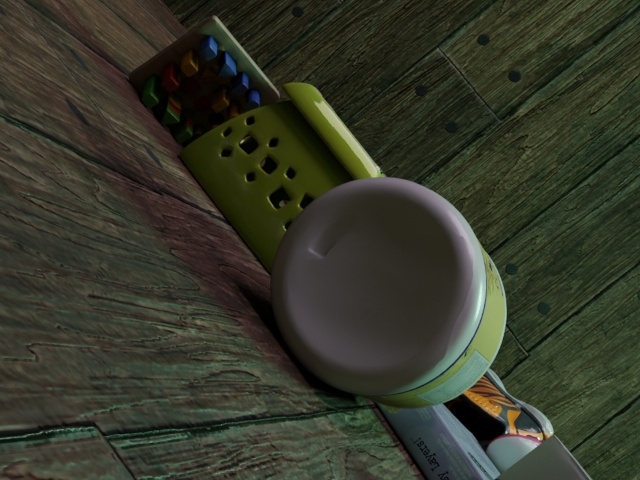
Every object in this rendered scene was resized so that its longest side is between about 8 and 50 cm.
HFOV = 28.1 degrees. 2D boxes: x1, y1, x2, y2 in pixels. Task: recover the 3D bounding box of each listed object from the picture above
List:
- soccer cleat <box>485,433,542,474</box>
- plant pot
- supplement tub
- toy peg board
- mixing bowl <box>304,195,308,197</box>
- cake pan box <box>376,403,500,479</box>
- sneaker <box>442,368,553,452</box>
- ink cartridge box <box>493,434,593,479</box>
[{"bbox_3d":[0.348,0.430,1.912,0.331,0.116,0.143,55,27,-28],"label":"soccer cleat"},{"bbox_3d":[-0.034,-0.088,1.820,0.228,0.207,0.227,53,4,9],"label":"plant pot"},{"bbox_3d":[0.093,0.074,1.517,0.241,0.241,0.331,52,4,17],"label":"supplement tub"},{"bbox_3d":[-0.168,-0.208,1.851,0.161,0.160,0.079,49,20,-29],"label":"toy peg board"},{"bbox_3d":[0.000,0.000,2.164,0.181,0.098,0.181,51,5,-6],"label":"mixing bowl"},{"bbox_3d":[0.201,0.322,1.738,0.267,0.070,0.246,46,8,-50],"label":"cake pan box"},{"bbox_3d":[0.231,0.268,2.148,0.180,0.125,0.321,19,3,-37],"label":"sneaker"},{"bbox_3d":[0.274,0.368,1.378,0.233,0.171,0.168,49,4,-32],"label":"ink cartridge box"}]
